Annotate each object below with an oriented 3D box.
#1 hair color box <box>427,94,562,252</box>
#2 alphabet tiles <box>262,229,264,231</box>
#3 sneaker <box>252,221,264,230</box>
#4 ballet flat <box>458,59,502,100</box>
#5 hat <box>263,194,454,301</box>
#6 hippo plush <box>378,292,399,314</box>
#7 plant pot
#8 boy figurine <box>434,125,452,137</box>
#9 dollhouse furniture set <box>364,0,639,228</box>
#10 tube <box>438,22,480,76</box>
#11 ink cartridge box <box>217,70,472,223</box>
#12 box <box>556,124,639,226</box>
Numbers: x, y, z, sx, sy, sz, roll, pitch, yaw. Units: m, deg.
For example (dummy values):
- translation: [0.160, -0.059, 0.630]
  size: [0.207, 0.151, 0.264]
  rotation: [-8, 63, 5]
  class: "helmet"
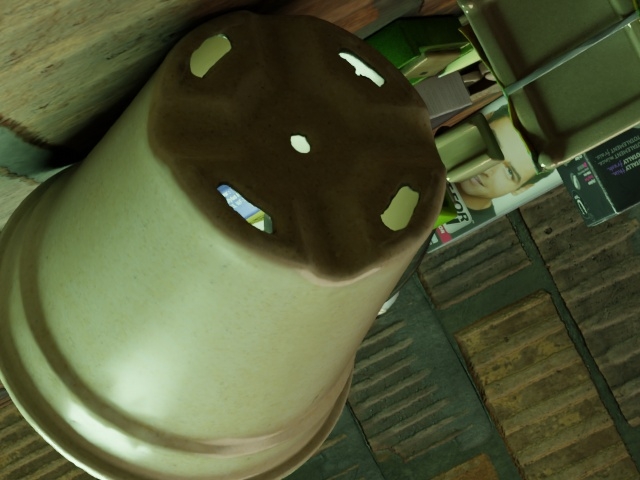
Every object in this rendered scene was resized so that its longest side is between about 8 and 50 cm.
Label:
- translation: [0.311, -0.138, 2.472]
  size: [0.114, 0.185, 0.374]
  rotation: [-22, 174, -46]
  class: "hair color box"
- translation: [0.019, -0.063, 1.903]
  size: [0.237, 0.009, 0.198]
  rotation: [-29, 178, 0]
  class: "alphabet tiles"
- translation: [-0.091, 0.021, 2.131]
  size: [0.300, 0.121, 0.111]
  rotation: [-20, -170, 35]
  class: "sneaker"
- translation: [0.214, -0.216, 1.768]
  size: [0.052, 0.057, 0.168]
  rotation: [-8, 163, -48]
  class: "ballet flat"
- translation: [0.000, 0.000, 1.667]
  size: [0.331, 0.134, 0.331]
  rotation: [-31, 158, -14]
  class: "hat"
- translation: [0.009, 0.030, 2.260]
  size: [0.294, 0.234, 0.236]
  rotation: [22, 160, -30]
  class: "hippo plush"
- translation: [-0.064, -0.005, 1.047]
  size: [0.334, 0.334, 0.305]
  rotation: [-24, 164, -36]
  class: "plant pot"
- translation: [0.132, -0.119, 2.237]
  size: [0.177, 0.092, 0.285]
  rotation: [-27, 180, 39]
  class: "boy figurine"
- translation: [0.196, -0.160, 1.304]
  size: [0.301, 0.197, 0.151]
  rotation: [-28, 175, 27]
  class: "dollhouse furniture set"
- translation: [0.224, -0.247, 1.394]
  size: [0.240, 0.062, 0.070]
  rotation: [-28, 162, 37]
  class: "tube"
- translation: [0.001, -0.105, 1.713]
  size: [0.304, 0.072, 0.307]
  rotation: [-29, 178, 39]
  class: "ink cartridge box"
- translation: [0.391, -0.178, 1.846]
  size: [0.165, 0.270, 0.143]
  rotation: [-26, 176, -8]
  class: "box"
